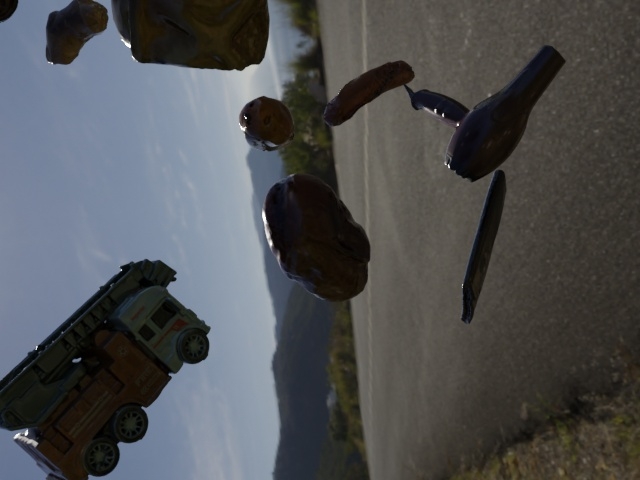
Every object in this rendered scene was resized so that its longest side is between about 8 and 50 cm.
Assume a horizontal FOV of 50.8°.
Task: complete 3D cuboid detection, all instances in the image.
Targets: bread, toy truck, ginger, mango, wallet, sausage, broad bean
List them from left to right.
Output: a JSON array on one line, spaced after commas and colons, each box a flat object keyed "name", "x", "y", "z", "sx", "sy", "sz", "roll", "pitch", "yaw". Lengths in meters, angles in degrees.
[{"name": "ginger", "x": -0.497, "y": -0.424, "z": 1.359, "sx": 0.069, "sy": 0.190, "sz": 0.095, "roll": -5, "pitch": -107, "yaw": -60}, {"name": "toy truck", "x": -0.307, "y": 0.174, "z": 0.988, "sx": 0.133, "sy": 0.338, "sz": 0.184, "roll": -11, "pitch": 124, "yaw": 50}, {"name": "bread", "x": -0.167, "y": -0.359, "z": 0.859, "sx": 0.238, "sy": 0.196, "sz": 0.252, "roll": 43, "pitch": 140, "yaw": 50}, {"name": "mango", "x": -0.142, "y": -0.321, "z": 1.907, "sx": 0.156, "sy": 0.151, "sz": 0.248, "roll": 39, "pitch": 178, "yaw": 16}, {"name": "broad bean", "x": -0.002, "y": -0.001, "z": 1.043, "sx": 0.228, "sy": 0.122, "sz": 0.156, "roll": 52, "pitch": -147, "yaw": -38}, {"name": "sausage", "x": 0.130, "y": -0.408, "z": 1.819, "sx": 0.079, "sy": 0.326, "sz": 0.087, "roll": 11, "pitch": 130, "yaw": 55}, {"name": "wallet", "x": 0.359, "y": 0.013, "z": 1.478, "sx": 0.170, "sy": 0.044, "sz": 0.321, "roll": 80, "pitch": -153, "yaw": -54}]

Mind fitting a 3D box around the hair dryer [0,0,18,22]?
[{"name": "hair dryer", "x": -0.555, "y": -0.438, "z": 0.966, "sx": 0.197, "sy": 0.089, "sz": 0.251, "roll": 22, "pitch": 140, "yaw": 37}]

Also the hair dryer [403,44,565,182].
[{"name": "hair dryer", "x": 0.316, "y": -0.314, "z": 1.461, "sx": 0.123, "sy": 0.312, "sz": 0.340, "roll": 26, "pitch": -168, "yaw": -47}]
